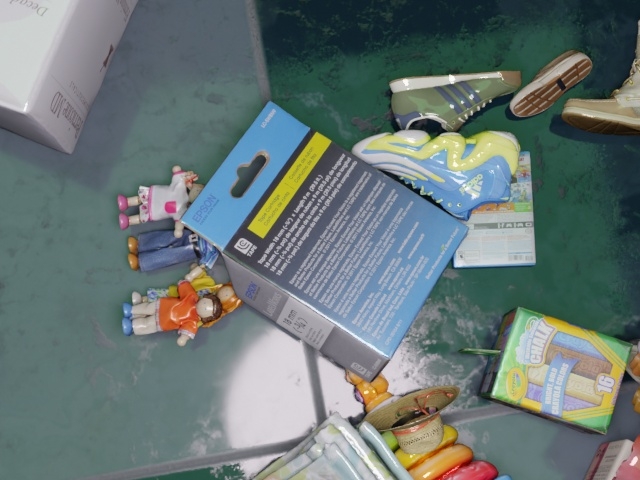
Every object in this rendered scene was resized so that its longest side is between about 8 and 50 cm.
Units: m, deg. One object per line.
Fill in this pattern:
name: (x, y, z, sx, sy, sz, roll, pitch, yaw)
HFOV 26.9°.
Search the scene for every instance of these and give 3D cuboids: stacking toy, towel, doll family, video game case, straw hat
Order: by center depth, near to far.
towel: (0.058, 0.428, 1.745, 0.090, 0.320, 0.374, -31, 82, -42)
straw hat: (0.128, 0.245, 1.745, 0.145, 0.144, 0.061, -20, 98, -3)
stacking toy: (0.116, 0.274, 1.840, 0.166, 0.175, 0.301, -32, 73, -7)
doll family: (-0.187, 0.032, 1.883, 0.163, 0.118, 0.262, -9, 69, 8)
video game case: (0.247, -0.045, 1.934, 0.119, 0.015, 0.166, -2, 83, 0)

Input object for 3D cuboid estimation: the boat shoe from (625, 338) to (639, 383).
boat shoe: (0.538, 0.189, 1.890, 0.233, 0.084, 0.079, 19, 49, 8)

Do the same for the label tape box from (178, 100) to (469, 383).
label tape box: (0.000, 0.000, 1.844, 0.334, 0.106, 0.240, 33, 62, 3)

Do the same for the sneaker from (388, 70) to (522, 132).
sneaker: (0.196, -0.195, 1.931, 0.192, 0.064, 0.086, -4, 91, -1)

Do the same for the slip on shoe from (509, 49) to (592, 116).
slip on shoe: (0.329, -0.231, 1.946, 0.135, 0.051, 0.041, -38, 45, 3)

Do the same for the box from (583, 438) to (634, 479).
box: (0.412, 0.406, 1.813, 0.149, 0.127, 0.232, 29, 77, 0)

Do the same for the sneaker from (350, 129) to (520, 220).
sneaker: (0.161, -0.090, 1.891, 0.240, 0.091, 0.126, -2, 84, 12)

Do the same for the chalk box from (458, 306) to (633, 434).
chalk box: (0.299, 0.173, 1.850, 0.213, 0.132, 0.132, 19, 84, 0)

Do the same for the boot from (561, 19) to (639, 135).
boot: (0.452, -0.237, 1.929, 0.213, 0.077, 0.165, 3, 84, -5)

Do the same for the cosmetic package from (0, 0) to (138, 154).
cosmetic package: (-0.432, -0.375, 1.807, 0.327, 0.329, 0.393, 22, 84, 1)

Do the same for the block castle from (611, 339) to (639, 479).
block castle: (0.538, 0.119, 1.700, 0.213, 0.303, 0.453, 31, 54, 16)
